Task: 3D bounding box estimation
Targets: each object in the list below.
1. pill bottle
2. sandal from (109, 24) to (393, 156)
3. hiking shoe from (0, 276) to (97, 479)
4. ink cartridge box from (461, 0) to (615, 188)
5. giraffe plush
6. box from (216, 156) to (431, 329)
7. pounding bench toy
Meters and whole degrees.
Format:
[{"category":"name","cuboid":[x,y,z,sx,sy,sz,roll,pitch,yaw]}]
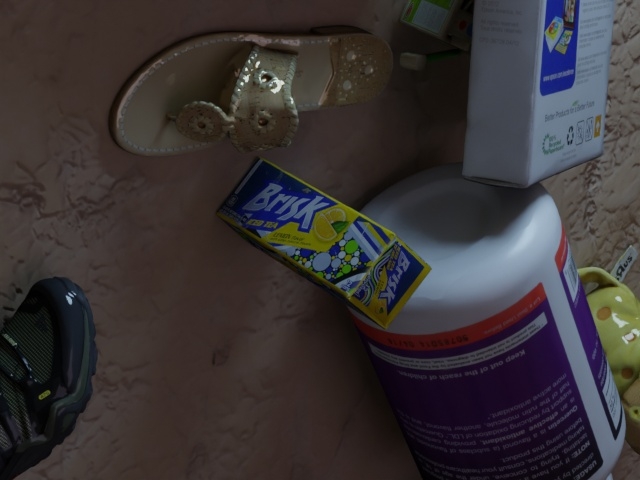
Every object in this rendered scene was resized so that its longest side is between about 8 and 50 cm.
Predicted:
[{"category":"pill bottle","cuboid":[0.141,0.106,1.504,0.181,0.181,0.323,-38,127,-20]},{"category":"sandal","cuboid":[-0.030,-0.106,1.337,0.240,0.079,0.088,-16,120,-33]},{"category":"hiking shoe","cuboid":[-0.242,0.120,1.267,0.114,0.086,0.227,29,92,-47]},{"category":"ink cartridge box","cuboid":[0.177,-0.234,1.395,0.176,0.069,0.370,-21,119,-61]},{"category":"giraffe plush","cuboid":[0.293,0.128,1.653,0.181,0.170,0.210,14,101,-42]},{"category":"box","cuboid":[0.000,0.000,1.351,0.059,0.169,0.054,-53,134,-6]},{"category":"pounding bench toy","cuboid":[0.102,-0.163,1.438,0.065,0.052,0.083,20,97,-44]}]
